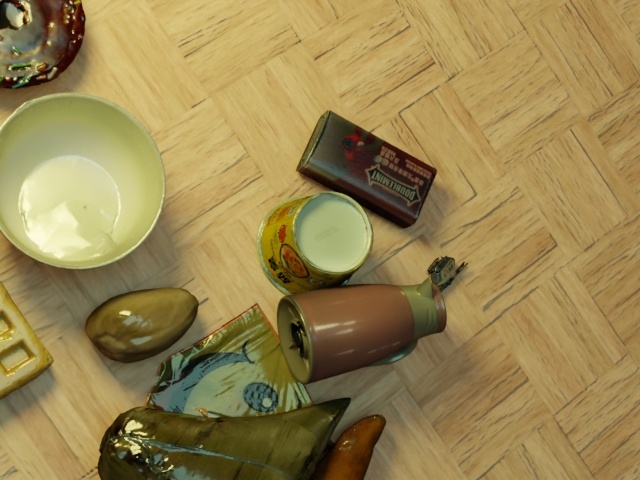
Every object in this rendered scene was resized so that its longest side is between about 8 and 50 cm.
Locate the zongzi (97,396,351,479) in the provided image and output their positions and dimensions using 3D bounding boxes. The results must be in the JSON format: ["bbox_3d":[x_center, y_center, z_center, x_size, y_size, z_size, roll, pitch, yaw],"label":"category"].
[{"bbox_3d":[-0.142,0.303,1.920,0.323,0.160,0.360,34,52,-1],"label":"zongzi"}]

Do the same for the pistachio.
[{"bbox_3d":[-0.277,0.127,1.936,0.185,0.126,0.108,-14,127,-24],"label":"pistachio"}]

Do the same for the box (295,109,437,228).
[{"bbox_3d":[0.081,-0.122,2.119,0.224,0.069,0.120,29,72,-13],"label":"box"}]

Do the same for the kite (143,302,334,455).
[{"bbox_3d":[-0.125,0.290,1.999,0.328,0.013,0.377,20,74,-14],"label":"kite"}]

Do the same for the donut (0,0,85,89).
[{"bbox_3d":[-0.493,-0.346,1.955,0.235,0.089,0.235,3,80,-19],"label":"donut"}]

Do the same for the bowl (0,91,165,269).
[{"bbox_3d":[-0.387,-0.080,1.912,0.277,0.145,0.277,3,78,-16],"label":"bowl"}]

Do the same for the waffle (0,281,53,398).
[{"bbox_3d":[-0.560,0.146,1.857,0.221,0.055,0.248,-34,91,-21],"label":"waffle"}]

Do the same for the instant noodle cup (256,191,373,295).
[{"bbox_3d":[0.000,0.000,2.027,0.182,0.144,0.182,4,78,-18],"label":"instant noodle cup"}]

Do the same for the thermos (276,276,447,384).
[{"bbox_3d":[0.075,0.145,2.019,0.265,0.176,0.146,-11,46,-22],"label":"thermos"}]

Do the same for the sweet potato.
[{"bbox_3d":[0.013,0.434,1.969,0.112,0.112,0.359,24,76,-13],"label":"sweet potato"}]

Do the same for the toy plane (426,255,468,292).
[{"bbox_3d":[0.207,0.067,2.146,0.049,0.031,0.120,47,66,-14],"label":"toy plane"}]
